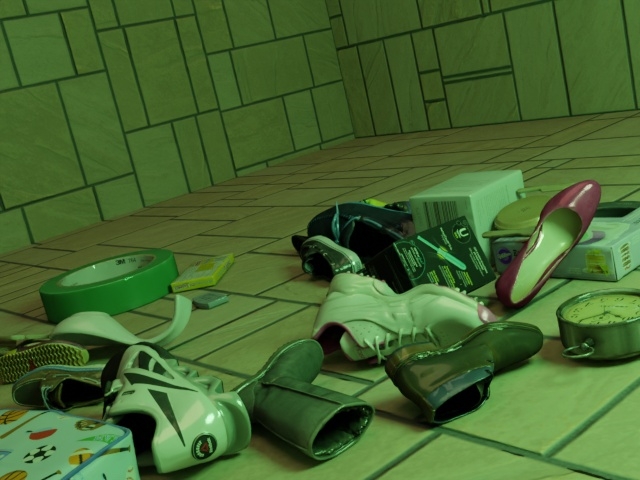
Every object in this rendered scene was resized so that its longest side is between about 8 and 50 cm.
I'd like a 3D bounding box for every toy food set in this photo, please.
[{"bbox_3d":[0.383,-0.041,1.509,0.132,0.038,0.192,-4,28,41],"label":"toy food set"}]

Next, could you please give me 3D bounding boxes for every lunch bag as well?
[{"bbox_3d":[-0.369,0.293,0.929,0.304,0.114,0.243,-5,17,29],"label":"lunch bag"}]

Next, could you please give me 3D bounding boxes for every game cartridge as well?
[{"bbox_3d":[-0.235,0.127,1.742,0.056,0.017,0.083,-16,12,-30],"label":"game cartridge"}]

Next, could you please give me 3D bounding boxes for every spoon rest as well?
[{"bbox_3d":[-0.371,0.168,1.532,0.277,0.084,0.137,-13,-21,16],"label":"spoon rest"}]

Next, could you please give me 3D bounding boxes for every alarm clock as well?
[{"bbox_3d":[0.364,0.116,1.065,0.129,0.064,0.192,-1,15,44],"label":"alarm clock"}]

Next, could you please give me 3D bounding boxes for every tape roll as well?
[{"bbox_3d":[-0.499,0.104,1.972,0.321,0.077,0.321,-12,13,3],"label":"tape roll"}]

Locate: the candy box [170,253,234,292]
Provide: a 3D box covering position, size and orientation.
[{"bbox_3d":[-0.278,0.076,1.983,0.105,0.027,0.206,-13,12,11],"label":"candy box"}]

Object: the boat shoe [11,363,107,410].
[{"bbox_3d":[-0.414,0.236,1.321,0.183,0.066,0.066,-12,14,6],"label":"boat shoe"}]

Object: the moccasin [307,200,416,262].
[{"bbox_3d":[0.088,-0.016,1.772,0.342,0.137,0.117,-2,21,44],"label":"moccasin"}]

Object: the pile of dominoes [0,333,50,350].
[{"bbox_3d":[-0.599,0.209,1.649,0.251,0.040,0.196,-6,-8,37],"label":"pile of dominoes"}]

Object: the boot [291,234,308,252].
[{"bbox_3d":[0.000,-0.001,1.996,0.099,0.045,0.121,-23,23,-29],"label":"boot"}]

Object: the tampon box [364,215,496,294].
[{"bbox_3d":[0.179,0.049,1.355,0.161,0.120,0.101,-20,-10,-31],"label":"tampon box"}]

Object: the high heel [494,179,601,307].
[{"bbox_3d":[0.364,0.004,1.303,0.244,0.082,0.117,-45,3,7],"label":"high heel"}]

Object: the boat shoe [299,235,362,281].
[{"bbox_3d":[0.001,0.047,1.733,0.076,0.080,0.228,-17,21,-25],"label":"boat shoe"}]

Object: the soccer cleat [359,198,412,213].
[{"bbox_3d":[0.172,-0.047,1.992,0.121,0.093,0.289,15,-3,-22],"label":"soccer cleat"}]

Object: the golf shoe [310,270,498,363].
[{"bbox_3d":[0.115,0.134,1.208,0.306,0.115,0.140,4,47,43],"label":"golf shoe"}]

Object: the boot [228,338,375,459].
[{"bbox_3d":[-0.009,0.197,1.065,0.190,0.076,0.209,-40,19,-34],"label":"boot"}]

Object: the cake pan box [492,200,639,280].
[{"bbox_3d":[0.484,-0.006,1.477,0.267,0.070,0.246,-23,18,-36],"label":"cake pan box"}]

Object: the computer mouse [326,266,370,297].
[{"bbox_3d":[0.155,0.057,1.520,0.272,0.072,0.188,-5,14,33],"label":"computer mouse"}]

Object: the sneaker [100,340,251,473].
[{"bbox_3d":[-0.242,0.220,1.087,0.146,0.122,0.331,-20,14,-35],"label":"sneaker"}]

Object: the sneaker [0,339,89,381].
[{"bbox_3d":[-0.503,0.210,1.526,0.186,0.069,0.084,-8,14,14],"label":"sneaker"}]

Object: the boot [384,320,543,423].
[{"bbox_3d":[0.201,0.169,1.036,0.219,0.082,0.106,-12,34,-15],"label":"boot"}]

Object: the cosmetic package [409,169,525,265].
[{"bbox_3d":[0.298,-0.042,1.626,0.184,0.151,0.151,-24,17,-40],"label":"cosmetic package"}]
